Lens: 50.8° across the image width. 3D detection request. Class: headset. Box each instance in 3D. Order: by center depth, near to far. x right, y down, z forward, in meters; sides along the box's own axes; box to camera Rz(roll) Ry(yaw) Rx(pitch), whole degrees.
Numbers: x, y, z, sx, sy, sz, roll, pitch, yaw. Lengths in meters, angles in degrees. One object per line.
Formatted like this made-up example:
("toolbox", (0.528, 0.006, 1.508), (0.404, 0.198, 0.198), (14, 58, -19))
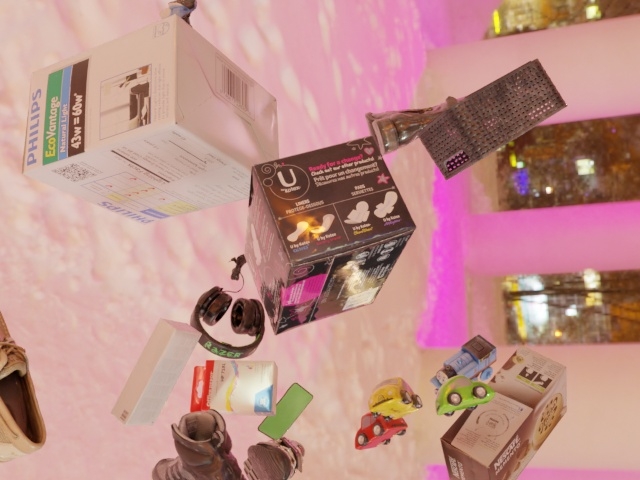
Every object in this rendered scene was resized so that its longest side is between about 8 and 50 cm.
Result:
("headset", (-0.293, 0.216, 2.254), (0.394, 0.244, 0.185), (-92, -153, -55))

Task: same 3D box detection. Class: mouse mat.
("mouse mat", (-0.109, 0.547, 2.147), (0.189, 0.007, 0.152), (-51, 142, -11))

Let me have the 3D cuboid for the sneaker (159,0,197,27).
("sneaker", (-0.301, -0.493, 1.491), (0.063, 0.162, 0.073), (-29, 104, -21))

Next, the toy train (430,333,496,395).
("toy train", (0.351, 0.315, 1.650), (0.184, 0.080, 0.105), (-29, 132, -21))

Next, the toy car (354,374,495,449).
("toy car", (0.166, 0.258, 1.078), (0.239, 0.225, 0.053), (96, -21, -57))

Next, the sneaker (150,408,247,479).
("sneaker", (-0.215, 0.362, 1.139), (0.101, 0.269, 0.152), (-15, 94, -40))

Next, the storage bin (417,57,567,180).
("storage bin", (0.245, -0.173, 0.969), (0.084, 0.180, 0.122), (59, -23, 2))

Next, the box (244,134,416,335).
("box", (0.000, 0.000, 0.876), (0.247, 0.164, 0.142), (108, -38, -63))

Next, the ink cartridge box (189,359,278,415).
("ink cartridge box", (-0.232, 0.386, 1.768), (0.078, 0.231, 0.134), (79, 11, -67))

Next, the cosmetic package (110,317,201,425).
("cosmetic package", (-0.367, 0.295, 1.507), (0.238, 0.061, 0.099), (-62, 149, -1))

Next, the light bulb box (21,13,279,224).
("light bulb box", (-0.323, -0.213, 1.348), (0.358, 0.361, 0.225), (31, 52, -59))

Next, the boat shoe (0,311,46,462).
("boat shoe", (-0.591, 0.232, 1.250), (0.122, 0.110, 0.340), (-14, 83, -67))

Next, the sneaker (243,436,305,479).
("sneaker", (-0.103, 0.548, 1.712), (0.122, 0.146, 0.330), (58, -23, 12))

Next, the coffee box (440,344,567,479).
("coffee box", (0.399, 0.393, 1.442), (0.297, 0.119, 0.168), (-40, 134, -27))

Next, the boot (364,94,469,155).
("boot", (0.214, -0.234, 1.324), (0.263, 0.229, 0.091), (-107, 180, -75))
